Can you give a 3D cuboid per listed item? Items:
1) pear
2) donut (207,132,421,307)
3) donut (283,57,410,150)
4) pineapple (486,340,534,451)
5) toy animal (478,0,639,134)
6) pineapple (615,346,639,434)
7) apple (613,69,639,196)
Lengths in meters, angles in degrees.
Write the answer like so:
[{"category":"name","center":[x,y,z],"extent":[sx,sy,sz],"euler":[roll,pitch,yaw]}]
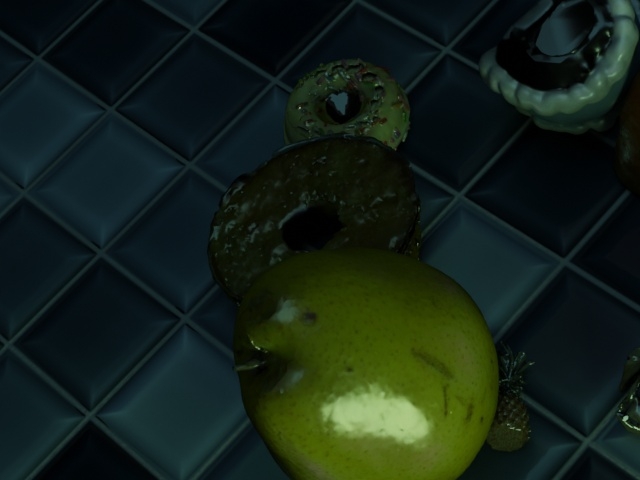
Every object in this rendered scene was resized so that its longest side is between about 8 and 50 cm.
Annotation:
[{"category":"pear","center":[0.034,0.137,1.643],"extent":[0.285,0.336,0.285],"euler":[-42,30,32]},{"category":"donut","center":[0.000,0.000,1.888],"extent":[0.272,0.107,0.272],"euler":[-11,52,15]},{"category":"donut","center":[0.030,-0.163,2.001],"extent":[0.174,0.068,0.175],"euler":[-8,56,12]},{"category":"pineapple","center":[0.209,0.174,1.745],"extent":[0.058,0.058,0.124],"euler":[-4,45,14]},{"category":"toy animal","center":[0.314,-0.217,1.878],"extent":[0.208,0.204,0.156],"euler":[-39,68,12]},{"category":"pineapple","center":[0.424,0.174,1.598],"extent":[0.262,0.262,0.271],"euler":[-42,39,-12]},{"category":"apple","center":[0.509,-0.159,1.804],"extent":[0.346,0.179,0.254],"euler":[-23,92,2]}]
